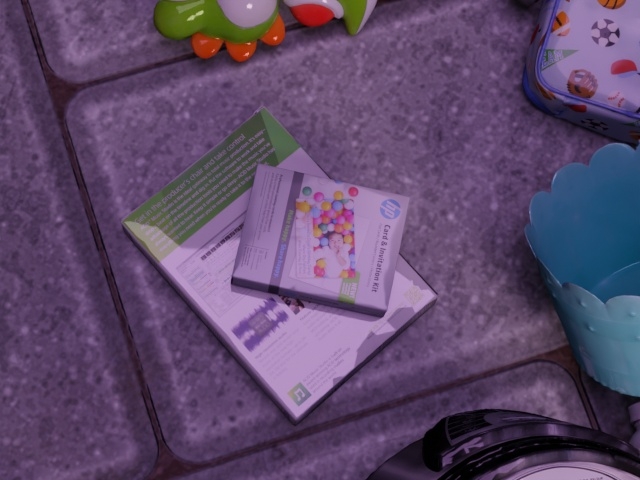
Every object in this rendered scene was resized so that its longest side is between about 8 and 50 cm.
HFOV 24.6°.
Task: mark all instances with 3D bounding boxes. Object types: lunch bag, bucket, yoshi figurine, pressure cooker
[{"bbox_3d":[0.421,-0.244,1.836,0.303,0.115,0.243,17,79,1],"label":"lunch bag"},{"bbox_3d":[0.385,0.031,1.672,0.281,0.183,0.281,-13,39,11],"label":"bucket"},{"bbox_3d":[-0.050,-0.369,1.816,0.362,0.203,0.203,-21,61,-8],"label":"yoshi figurine"},{"bbox_3d":[0.214,0.371,1.468,0.375,0.420,0.370,42,80,-4],"label":"pressure cooker"}]

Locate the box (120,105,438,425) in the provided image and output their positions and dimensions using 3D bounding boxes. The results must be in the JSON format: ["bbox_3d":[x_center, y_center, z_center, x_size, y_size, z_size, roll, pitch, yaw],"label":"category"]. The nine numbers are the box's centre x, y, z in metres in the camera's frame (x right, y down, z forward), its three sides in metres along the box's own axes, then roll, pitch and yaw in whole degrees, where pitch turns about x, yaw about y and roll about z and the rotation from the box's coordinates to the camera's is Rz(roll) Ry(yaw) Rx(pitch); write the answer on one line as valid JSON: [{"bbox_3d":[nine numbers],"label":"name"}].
[{"bbox_3d":[-0.050,0.027,1.761,0.232,0.058,0.322,-40,82,-14],"label":"box"}]

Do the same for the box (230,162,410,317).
[{"bbox_3d":[0.000,0.000,1.724,0.186,0.038,0.145,13,74,-2],"label":"box"}]

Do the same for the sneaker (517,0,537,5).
[{"bbox_3d":[0.281,-0.431,1.883,0.106,0.101,0.267,-3,74,14],"label":"sneaker"}]

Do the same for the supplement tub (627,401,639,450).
[{"bbox_3d":[0.437,0.275,1.681,0.144,0.144,0.200,-10,75,-7],"label":"supplement tub"}]
